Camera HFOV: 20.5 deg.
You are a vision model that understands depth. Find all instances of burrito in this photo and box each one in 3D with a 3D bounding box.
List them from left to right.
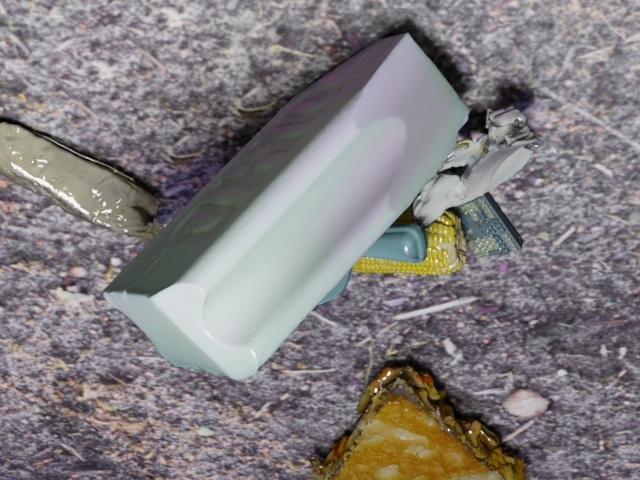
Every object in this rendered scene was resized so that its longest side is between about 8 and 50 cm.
[{"bbox_3d":[-0.257,-0.061,1.816,0.229,0.063,0.058,26,177,-12],"label":"burrito"}]

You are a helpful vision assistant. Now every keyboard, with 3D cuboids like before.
[{"bbox_3d":[0.147,-0.040,1.815,0.055,0.014,0.176,-14,136,27],"label":"keyboard"}]

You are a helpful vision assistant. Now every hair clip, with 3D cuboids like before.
[{"bbox_3d":[0.158,-0.070,1.715,0.116,0.049,0.172,-12,158,-22],"label":"hair clip"}]

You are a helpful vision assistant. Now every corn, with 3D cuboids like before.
[{"bbox_3d":[0.067,0.000,1.829,0.165,0.063,0.085,-1,155,20],"label":"corn"}]

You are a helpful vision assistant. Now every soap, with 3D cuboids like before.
[{"bbox_3d":[-0.023,-0.033,1.632,0.115,0.347,0.208,49,164,-17],"label":"soap"}]

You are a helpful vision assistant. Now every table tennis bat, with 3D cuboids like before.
[{"bbox_3d":[0.000,0.000,1.796,0.244,0.040,0.153,2,116,34],"label":"table tennis bat"}]

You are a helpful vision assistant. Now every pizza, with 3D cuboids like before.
[{"bbox_3d":[0.084,0.248,2.123,0.251,0.074,0.288,-19,133,27],"label":"pizza"}]
